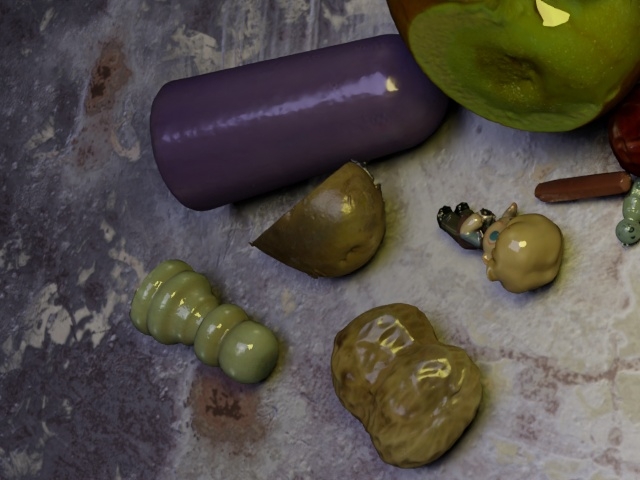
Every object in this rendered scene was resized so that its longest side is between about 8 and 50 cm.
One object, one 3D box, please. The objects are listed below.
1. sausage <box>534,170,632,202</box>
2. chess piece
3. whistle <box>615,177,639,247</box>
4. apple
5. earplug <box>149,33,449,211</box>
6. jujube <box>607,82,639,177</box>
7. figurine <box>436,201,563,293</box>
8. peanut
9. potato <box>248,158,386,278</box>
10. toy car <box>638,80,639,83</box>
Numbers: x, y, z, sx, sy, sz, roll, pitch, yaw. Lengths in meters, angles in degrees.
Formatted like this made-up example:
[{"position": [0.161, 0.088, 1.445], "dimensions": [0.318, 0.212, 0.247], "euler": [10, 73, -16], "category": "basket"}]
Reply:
[{"position": [0.361, -0.074, 1.713], "dimensions": [0.147, 0.035, 0.030], "euler": [-5, 42, 41], "category": "sausage"}, {"position": [-0.169, 0.139, 1.966], "dimensions": [0.243, 0.133, 0.133], "euler": [30, 94, 28], "category": "chess piece"}, {"position": [0.418, -0.038, 1.676], "dimensions": [0.035, 0.035, 0.100], "euler": [12, 83, 35], "category": "whistle"}, {"position": [0.258, -0.334, 1.579], "dimensions": [0.374, 0.374, 0.384], "euler": [-41, 65, 17], "category": "apple"}, {"position": [-0.020, -0.189, 1.907], "dimensions": [0.455, 0.215, 0.215], "euler": [-11, 71, 26], "category": "earplug"}, {"position": [0.479, -0.146, 1.601], "dimensions": [0.230, 0.155, 0.155], "euler": [-4, 75, 38], "category": "jujube"}, {"position": [0.252, -0.006, 1.743], "dimensions": [0.196, 0.114, 0.108], "euler": [38, 123, 45], "category": "figurine"}, {"position": [0.112, 0.199, 1.765], "dimensions": [0.197, 0.110, 0.233], "euler": [-53, 56, 16], "category": "peanut"}, {"position": [0.000, 0.000, 1.870], "dimensions": [0.138, 0.098, 0.243], "euler": [52, 132, 3], "category": "potato"}, {"position": [0.485, -0.287, 1.676], "dimensions": [0.224, 0.076, 0.090], "euler": [-35, 60, 21], "category": "toy car"}]
